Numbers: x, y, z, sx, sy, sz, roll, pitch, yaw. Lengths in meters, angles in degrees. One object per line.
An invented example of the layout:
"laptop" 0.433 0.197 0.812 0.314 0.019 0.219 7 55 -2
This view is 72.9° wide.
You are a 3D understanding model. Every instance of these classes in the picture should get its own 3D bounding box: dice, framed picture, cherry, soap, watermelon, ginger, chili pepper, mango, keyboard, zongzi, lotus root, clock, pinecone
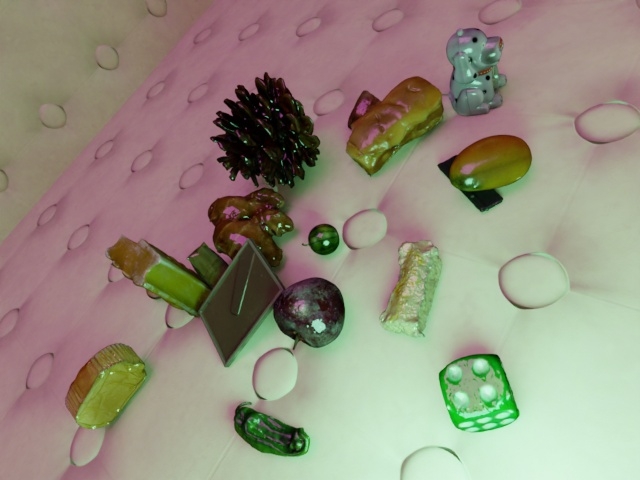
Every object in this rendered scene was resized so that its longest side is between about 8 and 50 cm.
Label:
"dice" 0.319 0.309 0.876 0.129 0.131 0.120 -21 49 16
"framed picture" -0.246 0.184 1.304 0.324 0.020 0.240 -54 51 17
"cherry" -0.026 0.187 1.156 0.195 0.195 0.195 -17 51 22
"soap" -0.529 0.116 1.433 0.259 0.281 0.143 26 77 33
"watermelon" 0.006 -0.001 1.325 0.109 0.109 0.108 -17 51 22
"ginger" -0.234 -0.041 1.477 0.275 0.152 0.357 -18 48 -5
"chili pepper" -0.131 0.477 1.084 0.257 0.074 0.100 8 60 31
"mango" 0.449 -0.206 1.163 0.221 0.120 0.151 -15 47 5
"keyboard" 0.422 -0.164 1.233 0.072 0.023 0.231 -29 47 2
"zongzi" -0.355 0.125 1.496 0.205 0.204 0.094 43 69 5
"lotus root" 0.158 -0.476 1.581 0.159 0.095 0.135 20 74 46
"clock" 0.464 -0.535 1.321 0.189 0.254 0.188 -13 53 18
"pinecone" -0.193 -0.353 1.499 0.398 0.397 0.397 -17 51 22

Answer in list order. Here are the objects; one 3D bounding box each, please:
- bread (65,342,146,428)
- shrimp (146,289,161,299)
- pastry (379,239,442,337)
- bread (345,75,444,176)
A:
"bread" -0.678 0.453 1.370 0.133 0.179 0.250 27 84 33
"shrimp" -0.605 0.118 1.662 0.144 0.052 0.251 -25 55 1
"pastry" 0.231 0.120 1.098 0.122 0.089 0.258 4 59 29
"bread" 0.231 -0.380 1.421 0.344 0.149 0.195 -39 45 2
